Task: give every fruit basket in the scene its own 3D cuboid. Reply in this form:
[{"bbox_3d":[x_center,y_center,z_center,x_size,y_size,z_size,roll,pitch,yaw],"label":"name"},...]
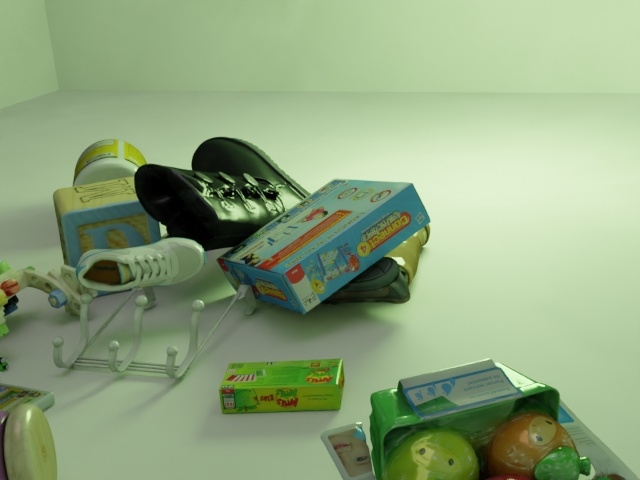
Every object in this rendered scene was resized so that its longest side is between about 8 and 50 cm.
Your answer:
[{"bbox_3d":[0.205,0.279,1.204,0.327,0.165,0.353,-11,23,-15],"label":"fruit basket"}]

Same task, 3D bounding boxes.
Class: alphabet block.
[{"bbox_3d":[-0.439,-0.010,2.174,0.193,0.192,0.197,-9,20,-17],"label":"alphabet block"}]

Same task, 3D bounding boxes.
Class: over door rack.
[{"bbox_3d":[-0.289,0.130,1.850,0.239,0.108,0.324,3,20,20],"label":"over door rack"}]

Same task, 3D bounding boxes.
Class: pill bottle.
[{"bbox_3d":[-0.513,-0.144,2.583,0.188,0.188,0.334,-8,19,-8],"label":"pill bottle"}]

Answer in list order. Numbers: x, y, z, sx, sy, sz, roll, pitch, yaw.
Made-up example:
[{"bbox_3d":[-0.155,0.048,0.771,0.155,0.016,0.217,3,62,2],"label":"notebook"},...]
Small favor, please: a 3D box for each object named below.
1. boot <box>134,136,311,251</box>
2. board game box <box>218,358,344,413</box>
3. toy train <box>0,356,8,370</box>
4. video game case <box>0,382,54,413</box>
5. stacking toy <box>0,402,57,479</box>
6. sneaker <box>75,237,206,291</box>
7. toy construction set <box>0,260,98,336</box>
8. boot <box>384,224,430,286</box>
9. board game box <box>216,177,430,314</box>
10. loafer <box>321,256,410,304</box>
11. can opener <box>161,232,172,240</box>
[{"bbox_3d":[-0.238,-0.109,2.182,0.367,0.146,0.445,30,19,25],"label":"boot"},{"bbox_3d":[-0.057,0.223,1.613,0.181,0.043,0.092,-3,19,7],"label":"board game box"},{"bbox_3d":[-0.576,0.209,1.823,0.083,0.024,0.017,5,22,29],"label":"toy train"},{"bbox_3d":[-0.555,0.277,1.624,0.193,0.023,0.212,5,20,27],"label":"video game case"},{"bbox_3d":[-0.524,0.307,1.373,0.330,0.141,0.141,-9,19,-1],"label":"stacking toy"},{"bbox_3d":[-0.315,0.050,1.851,0.228,0.087,0.092,-9,13,-5],"label":"sneaker"},{"bbox_3d":[-0.582,0.108,1.923,0.215,0.151,0.327,-23,-4,38],"label":"toy construction set"},{"bbox_3d":[0.095,0.014,2.116,0.236,0.089,0.269,1,21,17],"label":"boot"},{"bbox_3d":[0.000,0.000,1.965,0.308,0.086,0.302,-35,19,-20],"label":"board game box"},{"bbox_3d":[0.053,0.090,1.940,0.267,0.084,0.096,-5,38,49],"label":"loafer"},{"bbox_3d":[-0.263,-0.016,2.351,0.093,0.074,0.280,43,38,13],"label":"can opener"}]
